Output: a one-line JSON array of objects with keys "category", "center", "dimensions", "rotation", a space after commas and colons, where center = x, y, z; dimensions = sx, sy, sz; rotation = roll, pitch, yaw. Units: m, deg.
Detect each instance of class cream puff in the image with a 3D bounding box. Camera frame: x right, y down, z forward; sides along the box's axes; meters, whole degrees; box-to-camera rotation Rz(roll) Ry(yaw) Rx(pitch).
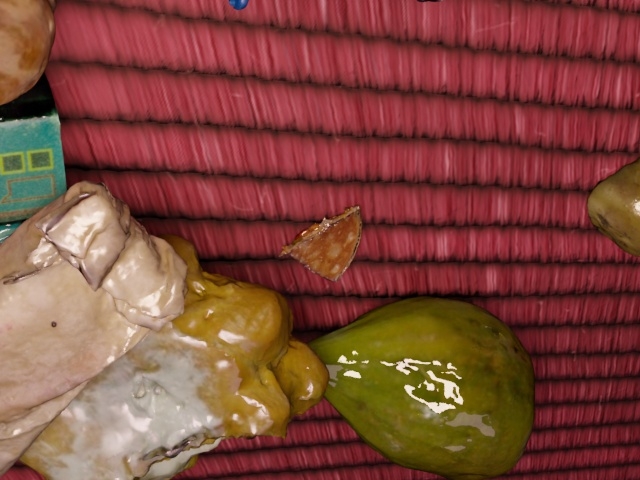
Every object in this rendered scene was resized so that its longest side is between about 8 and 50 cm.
[{"category": "cream puff", "center": [-0.178, 0.127, 1.149], "dimensions": [0.323, 0.270, 0.274], "rotation": [-26, 99, 4]}]

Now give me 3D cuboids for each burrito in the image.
[{"category": "burrito", "center": [-0.272, 0.091, 0.956], "dimensions": [0.348, 0.107, 0.175], "rotation": [-44, 118, 14]}]

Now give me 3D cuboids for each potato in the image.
[{"category": "potato", "center": [0.481, -0.051, 1.328], "dimensions": [0.271, 0.111, 0.160], "rotation": [-28, 136, 4]}]

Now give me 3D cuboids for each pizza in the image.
[{"category": "pizza", "center": [0.014, -0.005, 1.230], "dimensions": [0.100, 0.029, 0.099], "rotation": [26, 111, -43]}]

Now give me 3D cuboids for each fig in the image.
[{"category": "fig", "center": [0.127, 0.165, 1.310], "dimensions": [0.233, 0.233, 0.314], "rotation": [-38, 132, 16]}]

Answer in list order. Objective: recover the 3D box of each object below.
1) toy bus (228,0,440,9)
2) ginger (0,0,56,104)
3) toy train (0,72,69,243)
[{"category": "toy bus", "center": [-0.018, -0.287, 0.724], "dimensions": [0.175, 0.288, 0.138], "rotation": [-6, 136, -21]}, {"category": "ginger", "center": [-0.310, -0.257, 0.681], "dimensions": [0.375, 0.176, 0.256], "rotation": [34, 114, -21]}, {"category": "toy train", "center": [-0.367, -0.044, 0.948], "dimensions": [0.298, 0.120, 0.194], "rotation": [-10, 130, -18]}]
